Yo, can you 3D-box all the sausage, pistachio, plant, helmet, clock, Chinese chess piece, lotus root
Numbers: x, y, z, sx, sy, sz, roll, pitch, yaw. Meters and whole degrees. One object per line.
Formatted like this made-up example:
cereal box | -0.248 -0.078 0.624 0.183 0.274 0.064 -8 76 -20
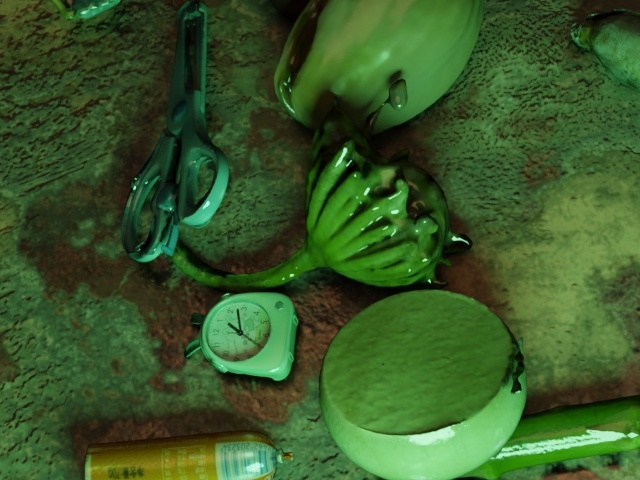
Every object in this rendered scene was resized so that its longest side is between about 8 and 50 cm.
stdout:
sausage | -0.146 0.254 1.602 0.234 0.071 0.071 -6 66 8
pistachio | 0.075 -0.243 1.738 0.288 0.197 0.166 -43 23 4
plant | 0.012 -0.002 1.689 0.333 0.180 0.251 -38 80 33
helmet | -0.029 -0.313 1.831 0.111 0.057 0.089 8 33 22
clock | -0.096 0.110 1.671 0.135 0.041 0.101 3 68 12
Chinese chess piece | 0.114 0.160 1.549 0.237 0.092 0.238 -10 42 9
lotus root | 0.377 -0.231 1.717 0.088 0.088 0.165 -42 57 -9

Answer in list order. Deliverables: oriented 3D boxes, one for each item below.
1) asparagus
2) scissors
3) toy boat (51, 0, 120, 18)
asparagus | 0.237 0.218 1.558 0.277 0.060 0.067 -12 64 5
scissors | -0.172 -0.147 1.768 0.180 0.032 0.393 -25 49 34
toy boat | -0.348 -0.414 1.894 0.111 0.084 0.276 -26 81 -2
